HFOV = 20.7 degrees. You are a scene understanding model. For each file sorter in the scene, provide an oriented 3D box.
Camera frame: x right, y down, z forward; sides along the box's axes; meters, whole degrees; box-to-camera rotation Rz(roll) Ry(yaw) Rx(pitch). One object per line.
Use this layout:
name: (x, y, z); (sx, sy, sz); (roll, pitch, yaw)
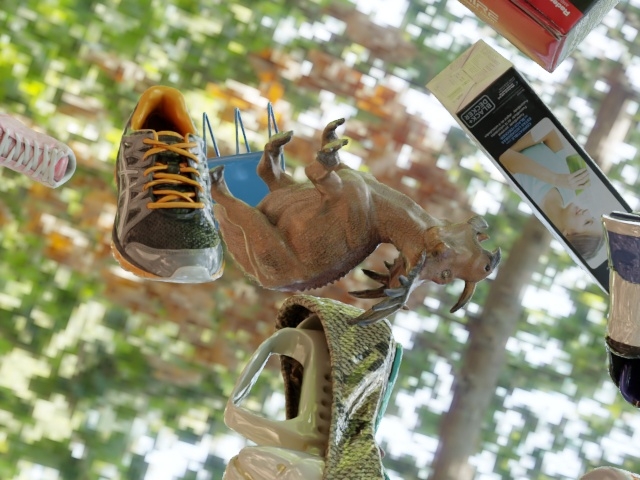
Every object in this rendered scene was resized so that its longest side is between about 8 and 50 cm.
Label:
file sorter: (-0.129, -0.089, 2.111); (0.118, 0.170, 0.104); (76, 7, -50)

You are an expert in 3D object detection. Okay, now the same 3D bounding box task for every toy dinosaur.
toy dinosaur: (0.000, 0.000, 1.659); (0.296, 0.200, 0.127); (-11, -164, 33)

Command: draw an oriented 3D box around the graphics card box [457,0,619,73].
graphics card box: (0.246, -0.359, 1.640); (0.371, 0.233, 0.094); (-47, 167, -16)

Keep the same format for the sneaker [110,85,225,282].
sneaker: (-0.121, -0.042, 1.352); (0.215, 0.084, 0.083); (-114, -149, -52)

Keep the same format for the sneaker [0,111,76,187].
sneaker: (-0.293, -0.089, 1.753); (0.070, 0.134, 0.051); (26, -88, 26)

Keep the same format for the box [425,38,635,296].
box: (0.257, -0.085, 2.013); (0.087, 0.290, 0.169); (-40, -163, 5)

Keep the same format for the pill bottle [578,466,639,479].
pill bottle: (0.338, 0.294, 1.737); (0.108, 0.180, 0.108); (-36, -135, 46)

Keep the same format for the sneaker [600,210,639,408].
sneaker: (0.347, 0.068, 1.635); (0.127, 0.315, 0.182); (16, -80, 39)

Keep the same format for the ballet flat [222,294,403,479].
ballet flat: (-0.015, 0.214, 1.734); (0.164, 0.182, 0.483); (-57, -165, 30)

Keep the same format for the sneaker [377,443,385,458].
sneaker: (0.056, 0.242, 2.237); (0.067, 0.042, 0.118); (33, -62, 33)
